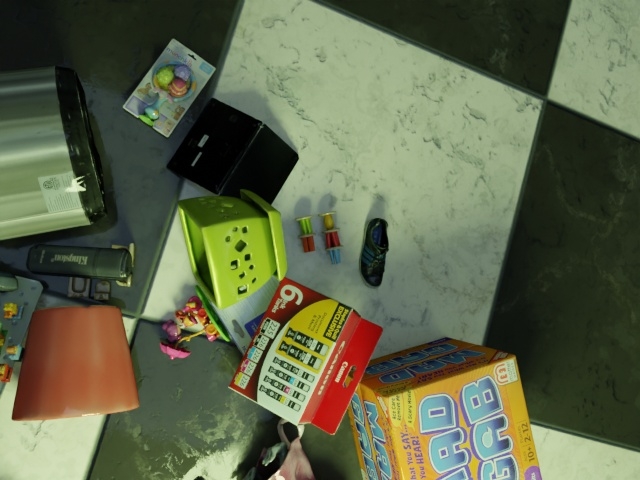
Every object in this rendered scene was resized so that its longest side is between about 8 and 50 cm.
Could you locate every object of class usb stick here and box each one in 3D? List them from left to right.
[{"bbox_3d":[-0.581,0.052,1.401,0.278,0.045,0.077,3,85,15],"label":"usb stick"}]

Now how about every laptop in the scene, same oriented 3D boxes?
[{"bbox_3d":[-0.233,-0.216,1.591,0.264,0.136,0.234,28,79,13],"label":"laptop"}]

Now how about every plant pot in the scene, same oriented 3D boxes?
[{"bbox_3d":[-0.566,0.281,1.360,0.275,0.275,0.243,-1,79,-16],"label":"plant pot"},{"bbox_3d":[-0.213,0.004,1.456,0.207,0.228,0.227,-19,118,-23],"label":"plant pot"}]

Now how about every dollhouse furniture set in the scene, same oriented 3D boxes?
[{"bbox_3d":[-0.542,0.075,1.434,0.151,0.123,0.144,5,86,-16],"label":"dollhouse furniture set"}]

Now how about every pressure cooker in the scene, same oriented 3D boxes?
[{"bbox_3d":[-0.710,-0.183,1.269,0.421,0.375,0.369,-13,94,-17],"label":"pressure cooker"}]

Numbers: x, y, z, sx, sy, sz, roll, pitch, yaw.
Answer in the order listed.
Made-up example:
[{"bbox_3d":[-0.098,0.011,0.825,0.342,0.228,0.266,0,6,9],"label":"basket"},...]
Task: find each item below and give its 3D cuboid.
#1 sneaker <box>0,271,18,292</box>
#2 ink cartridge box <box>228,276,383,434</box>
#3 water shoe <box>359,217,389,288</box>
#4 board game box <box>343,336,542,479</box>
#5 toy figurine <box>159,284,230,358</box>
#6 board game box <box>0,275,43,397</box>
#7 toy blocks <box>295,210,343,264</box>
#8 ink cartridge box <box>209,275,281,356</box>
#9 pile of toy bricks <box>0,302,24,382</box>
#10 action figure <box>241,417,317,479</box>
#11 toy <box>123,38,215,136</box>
[{"bbox_3d":[-0.841,0.041,1.303,0.319,0.112,0.131,11,72,-19],"label":"sneaker"},{"bbox_3d":[-0.030,0.289,1.460,0.272,0.130,0.309,23,81,19],"label":"ink cartridge box"},{"bbox_3d":[0.154,0.036,1.655,0.073,0.080,0.203,1,88,-15],"label":"water shoe"},{"bbox_3d":[0.300,0.492,1.536,0.357,0.356,0.356,-13,92,-16],"label":"board game box"},{"bbox_3d":[-0.345,0.227,1.502,0.159,0.130,0.173,-32,74,-5],"label":"toy figurine"},{"bbox_3d":[-0.880,0.226,1.289,0.390,0.050,0.389,16,57,-14],"label":"board game box"},{"bbox_3d":[0.000,0.000,1.627,0.123,0.054,0.148,-11,91,-17],"label":"toy blocks"},{"bbox_3d":[-0.161,0.194,1.577,0.208,0.045,0.206,-32,97,-16],"label":"ink cartridge box"},{"bbox_3d":[-0.717,0.204,1.258,0.118,0.105,0.212,-2,59,0],"label":"pile of toy bricks"},{"bbox_3d":[-0.026,0.685,1.552,0.370,0.248,0.275,33,53,-11],"label":"action figure"},{"bbox_3d":[-0.393,-0.408,1.531,0.137,0.056,0.237,34,79,-13],"label":"toy"}]
